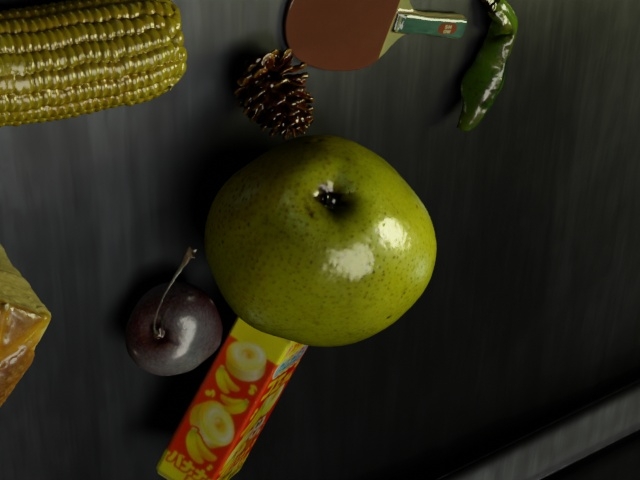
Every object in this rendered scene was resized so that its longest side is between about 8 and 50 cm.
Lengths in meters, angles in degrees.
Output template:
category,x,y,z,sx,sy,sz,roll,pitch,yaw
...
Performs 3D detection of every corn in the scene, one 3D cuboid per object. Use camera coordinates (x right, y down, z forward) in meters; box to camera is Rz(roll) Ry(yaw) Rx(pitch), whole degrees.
category,x,y,z,sx,sy,sz,roll,pitch,yaw
corn,-0.312,-0.190,1.609,0.344,0.131,0.131,-12,129,-27

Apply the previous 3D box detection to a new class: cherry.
category,x,y,z,sx,sy,sz,roll,pitch,yaw
cherry,-0.170,0.092,1.945,0.148,0.115,0.188,23,103,-31

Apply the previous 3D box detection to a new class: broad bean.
category,x,y,z,sx,sy,sz,roll,pitch,yaw
broad bean,0.226,-0.240,2.022,0.061,0.046,0.195,-3,120,-21

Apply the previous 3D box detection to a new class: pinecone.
category,x,y,z,sx,sy,sz,roll,pitch,yaw
pinecone,-0.054,-0.176,1.830,0.102,0.102,0.109,-23,99,-20

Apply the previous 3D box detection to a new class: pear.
category,x,y,z,sx,sy,sz,roll,pitch,yaw
pear,0.000,0.000,1.878,0.294,0.294,0.294,-20,132,-23

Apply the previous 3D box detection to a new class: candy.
category,x,y,z,sx,sy,sz,roll,pitch,yaw
candy,-0.110,0.209,2.053,0.276,0.088,0.146,-62,168,17

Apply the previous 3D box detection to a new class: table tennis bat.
category,x,y,z,sx,sy,sz,roll,pitch,yaw
table tennis bat,0.073,-0.281,1.896,0.274,0.021,0.154,0,122,-35

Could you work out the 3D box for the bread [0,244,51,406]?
category,x,y,z,sx,sy,sz,roll,pitch,yaw
bread,-0.492,0.109,1.649,0.279,0.207,0.279,27,105,-45
